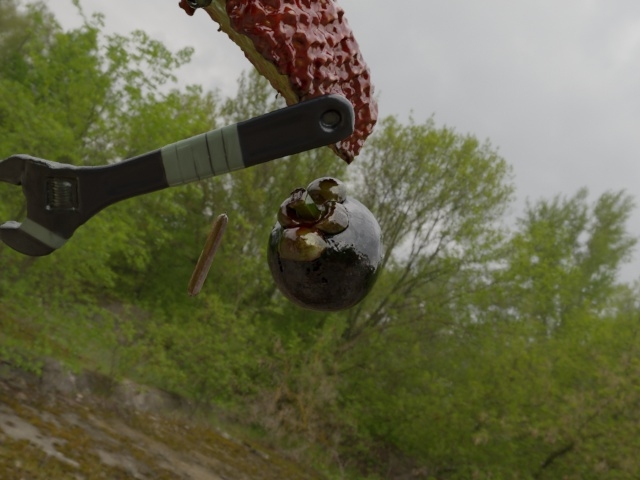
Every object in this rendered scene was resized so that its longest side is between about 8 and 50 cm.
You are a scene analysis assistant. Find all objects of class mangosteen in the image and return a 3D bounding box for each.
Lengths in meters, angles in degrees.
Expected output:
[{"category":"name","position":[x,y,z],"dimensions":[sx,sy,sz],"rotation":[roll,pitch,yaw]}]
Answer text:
[{"category":"mangosteen","position":[0.000,0.000,0.640],"dimensions":[0.137,0.137,0.151],"rotation":[17,-33,32]}]

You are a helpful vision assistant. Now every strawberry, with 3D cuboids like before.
[{"category":"strawberry","position":[-0.034,-0.200,0.564],"dimensions":[0.286,0.106,0.188],"rotation":[41,5,-37]}]

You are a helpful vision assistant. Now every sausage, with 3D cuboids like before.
[{"category":"sausage","position":[-0.119,0.015,0.636],"dimensions":[0.015,0.100,0.015],"rotation":[21,-10,4]}]

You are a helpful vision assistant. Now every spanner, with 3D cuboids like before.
[{"category":"spanner","position":[-0.125,-0.065,0.495],"dimensions":[0.024,0.316,0.087],"rotation":[-99,171,-66]}]
